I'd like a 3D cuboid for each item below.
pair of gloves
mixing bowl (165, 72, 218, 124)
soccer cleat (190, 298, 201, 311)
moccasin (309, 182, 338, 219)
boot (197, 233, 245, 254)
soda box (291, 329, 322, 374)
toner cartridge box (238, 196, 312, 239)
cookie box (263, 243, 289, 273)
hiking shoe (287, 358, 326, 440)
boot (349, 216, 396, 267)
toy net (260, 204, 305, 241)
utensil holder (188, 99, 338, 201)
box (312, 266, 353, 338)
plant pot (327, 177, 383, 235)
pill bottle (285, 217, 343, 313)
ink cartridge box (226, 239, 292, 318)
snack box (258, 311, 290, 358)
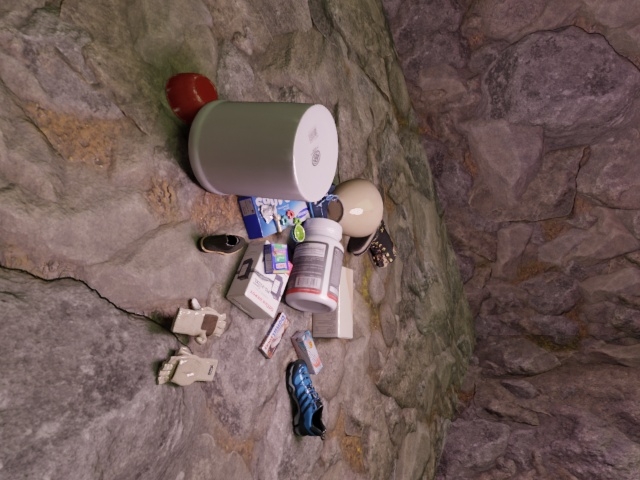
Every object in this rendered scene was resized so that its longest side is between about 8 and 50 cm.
[{"bbox_3d":[-0.388,0.319,1.272,0.204,0.042,0.240,16,85,-55],"label":"pair of gloves"},{"bbox_3d":[-0.414,-0.489,1.403,0.181,0.098,0.181,16,70,-53],"label":"mixing bowl"},{"bbox_3d":[-0.389,0.224,1.325,0.029,0.036,0.083,-20,100,-56],"label":"soccer cleat"},{"bbox_3d":[0.007,-0.227,1.789,0.137,0.117,0.341,-64,147,-71],"label":"moccasin"},{"bbox_3d":[-0.297,0.009,1.418,0.198,0.137,0.076,-11,92,-56],"label":"boot"},{"bbox_3d":[-0.055,0.463,1.720,0.058,0.063,0.183,-40,115,-52],"label":"soda box"},{"bbox_3d":[-0.170,-0.129,1.684,0.348,0.075,0.165,-28,108,-54],"label":"toner cartridge box"},{"bbox_3d":[-0.159,0.068,1.508,0.092,0.040,0.107,5,77,-56],"label":"cookie box"},{"bbox_3d":[-0.042,0.619,1.642,0.113,0.132,0.303,-8,89,-55],"label":"hiking shoe"},{"bbox_3d":[0.296,0.031,2.266,0.284,0.138,0.377,61,34,-26],"label":"boot"},{"bbox_3d":[-0.139,-0.087,1.614,0.232,0.045,0.122,39,54,-45],"label":"toy net"},{"bbox_3d":[-0.176,-0.293,1.376,0.328,0.386,0.327,-35,130,-57],"label":"utensil holder"},{"bbox_3d":[0.057,0.278,1.853,0.121,0.148,0.311,21,67,-52],"label":"box"},{"bbox_3d":[0.120,-0.145,1.941,0.191,0.284,0.284,-11,91,-46],"label":"plant pot"},{"bbox_3d":[-0.014,0.103,1.734,0.210,0.210,0.362,37,54,-45],"label":"pill bottle"},{"bbox_3d":[-0.218,0.146,1.529,0.172,0.100,0.237,48,46,-37],"label":"ink cartridge box"},{"bbox_3d":[-0.175,0.366,1.607,0.064,0.022,0.178,57,41,-28],"label":"snack box"}]
